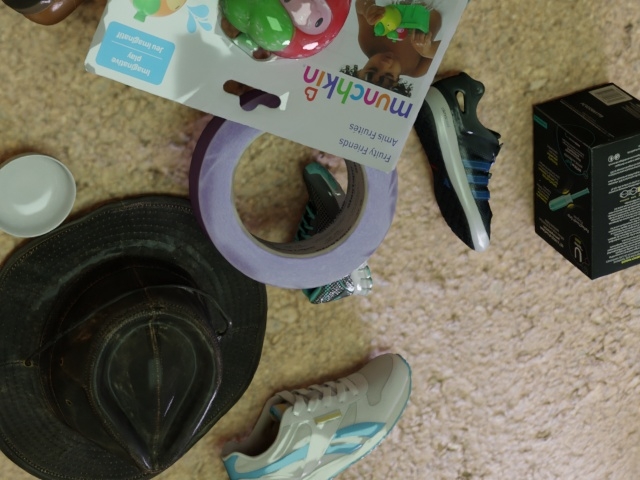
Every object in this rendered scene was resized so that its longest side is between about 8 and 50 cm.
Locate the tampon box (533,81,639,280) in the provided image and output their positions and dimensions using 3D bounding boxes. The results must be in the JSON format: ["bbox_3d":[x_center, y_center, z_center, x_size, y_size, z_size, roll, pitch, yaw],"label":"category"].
[{"bbox_3d":[0.298,-0.063,1.671,0.101,0.120,0.161,-17,124,-18],"label":"tampon box"}]

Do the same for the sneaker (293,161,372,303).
[{"bbox_3d":[0.000,0.000,1.589,0.076,0.065,0.166,-22,123,-9],"label":"sneaker"}]

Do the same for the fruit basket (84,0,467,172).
[{"bbox_3d":[0.009,-0.255,1.337,0.327,0.165,0.353,18,97,-32],"label":"fruit basket"}]

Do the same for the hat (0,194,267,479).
[{"bbox_3d":[-0.170,0.130,1.527,0.331,0.134,0.331,-13,122,-22],"label":"hat"}]

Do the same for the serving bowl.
[{"bbox_3d":[-0.267,-0.046,1.441,0.083,0.027,0.083,-12,121,-21],"label":"serving bowl"}]

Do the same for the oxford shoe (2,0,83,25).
[{"bbox_3d":[-0.188,-0.273,1.342,0.212,0.076,0.076,-49,158,1],"label":"oxford shoe"}]

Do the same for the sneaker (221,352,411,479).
[{"bbox_3d":[0.000,0.192,1.682,0.228,0.087,0.092,-40,114,-10],"label":"sneaker"}]

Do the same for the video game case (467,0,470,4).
[{"bbox_3d":[0.061,-0.269,1.491,0.212,0.023,0.193,33,99,-36],"label":"video game case"}]

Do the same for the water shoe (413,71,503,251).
[{"bbox_3d":[0.158,-0.077,1.620,0.080,0.073,0.203,-30,127,-13],"label":"water shoe"}]

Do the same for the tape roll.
[{"bbox_3d":[-0.027,-0.052,1.489,0.189,0.080,0.189,-1,98,-10],"label":"tape roll"}]
